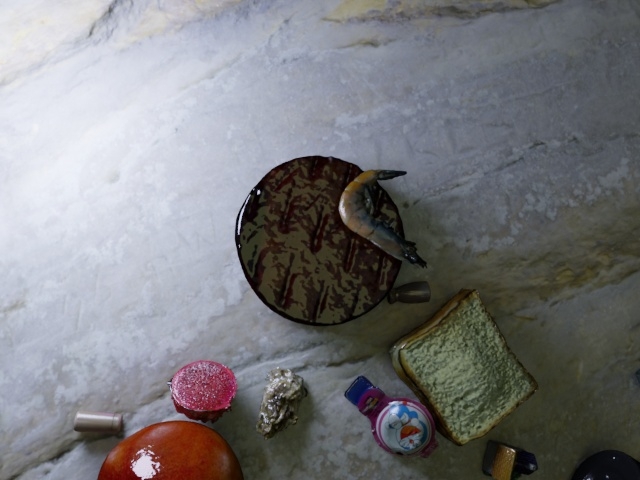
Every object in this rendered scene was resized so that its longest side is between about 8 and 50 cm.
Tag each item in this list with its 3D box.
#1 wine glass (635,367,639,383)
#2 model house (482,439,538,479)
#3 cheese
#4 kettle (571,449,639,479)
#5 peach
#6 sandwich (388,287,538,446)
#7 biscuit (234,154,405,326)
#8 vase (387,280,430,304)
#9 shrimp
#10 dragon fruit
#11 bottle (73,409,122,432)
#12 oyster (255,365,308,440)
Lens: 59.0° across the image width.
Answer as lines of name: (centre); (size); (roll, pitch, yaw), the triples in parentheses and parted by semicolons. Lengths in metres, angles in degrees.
wine glass: (0.873, 0.403, 1.456); (0.073, 0.073, 0.155); (-20, 91, -11)
model house: (0.459, 0.540, 1.356); (0.100, 0.100, 0.088); (16, 81, -8)
cheese: (0.167, 0.419, 1.331); (0.244, 0.062, 0.155); (39, 106, 6)
kettle: (0.756, 0.684, 1.361); (0.290, 0.207, 0.268); (33, 109, -13)
peach: (-0.296, 0.518, 1.122); (0.307, 0.332, 0.308); (-1, 98, -6)
sandwich: (0.340, 0.311, 1.364); (0.271, 0.099, 0.301); (-35, 92, -5)
biscuit: (0.000, 0.000, 1.347); (0.407, 0.091, 0.408); (1, 81, -9)
vase: (0.215, 0.130, 1.385); (0.100, 0.053, 0.053); (-6, 85, -6)
shrimp: (0.179, -0.064, 1.318); (0.262, 0.051, 0.198); (36, 76, 1)
dragon fruit: (-0.267, 0.357, 1.264); (0.153, 0.153, 0.111); (7, 121, -8)
bottle: (-0.489, 0.401, 1.246); (0.096, 0.045, 0.045); (8, 83, -10)
oyster: (-0.089, 0.382, 1.311); (0.108, 0.053, 0.166); (22, 74, -17)
